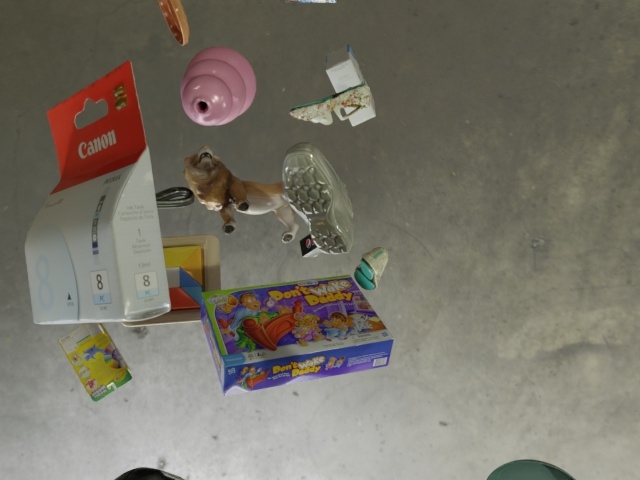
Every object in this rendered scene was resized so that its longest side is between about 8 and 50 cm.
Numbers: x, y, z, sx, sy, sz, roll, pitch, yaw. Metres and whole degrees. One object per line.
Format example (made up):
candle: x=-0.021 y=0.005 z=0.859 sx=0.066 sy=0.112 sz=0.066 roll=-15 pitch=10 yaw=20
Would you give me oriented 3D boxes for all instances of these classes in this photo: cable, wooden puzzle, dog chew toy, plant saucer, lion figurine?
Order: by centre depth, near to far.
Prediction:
plant saucer: x=0.260 y=0.307 z=0.689 sx=0.119 sy=0.021 sz=0.119 roll=9 pitch=115 yaw=19
plant saucer: x=-0.183 y=-0.285 z=0.709 sx=0.013 sy=0.083 sz=0.083 roll=-27 pitch=112 yaw=-14
wooden puzzle: x=-0.365 y=0.092 z=1.400 sx=0.239 sy=0.044 sz=0.221 roll=-2 pitch=71 yaw=-10
cable: x=-0.468 y=-0.108 z=1.457 sx=0.287 sy=0.139 sz=0.072 roll=-4 pitch=124 yaw=-9
lion figurine: x=-0.166 y=-0.115 z=1.514 sx=0.392 sy=0.240 sz=0.142 roll=15 pitch=118 yaw=-32
dog chew toy: x=-0.292 y=-0.412 z=1.577 sx=0.207 sy=0.332 sz=0.206 roll=1 pitch=119 yaw=2

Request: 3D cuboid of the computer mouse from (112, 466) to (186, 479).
computer mouse: x=-0.263 y=0.421 z=0.866 sx=0.184 sy=0.060 sz=0.262 roll=-44 pitch=135 yaw=5

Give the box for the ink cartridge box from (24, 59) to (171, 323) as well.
ink cartridge box: x=-0.386 y=-0.060 z=0.924 sx=0.308 sy=0.091 sz=0.385 roll=-8 pitch=91 yaw=42

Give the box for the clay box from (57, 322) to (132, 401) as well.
clay box: x=-0.652 y=0.350 z=1.670 sx=0.127 sy=0.053 sz=0.222 roll=-32 pitch=74 yaw=-17

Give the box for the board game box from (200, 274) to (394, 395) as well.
board game box: x=-0.056 y=0.185 z=1.196 sx=0.347 sy=0.233 sz=0.078 roll=-6 pitch=123 yaw=-21

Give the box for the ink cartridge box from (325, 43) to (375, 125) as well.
ink cartridge box: x=0.089 y=-0.457 z=1.683 sx=0.082 sy=0.139 sz=0.190 roll=-22 pitch=123 yaw=16

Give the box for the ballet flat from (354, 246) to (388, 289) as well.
ballet flat: x=0.100 y=0.053 z=1.062 sx=0.052 sy=0.168 sz=0.057 roll=-40 pitch=80 yaw=-11

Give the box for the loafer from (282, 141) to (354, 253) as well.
loafer: x=0.001 y=-0.094 z=1.186 sx=0.112 sy=0.111 sz=0.319 roll=0 pitch=145 yaw=16

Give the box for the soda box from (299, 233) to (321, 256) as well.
soda box: x=0.000 y=0.000 z=1.768 sx=0.053 sy=0.169 sz=0.060 roll=1 pitch=71 yaw=-33

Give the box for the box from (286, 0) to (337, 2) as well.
box: x=-0.025 y=-0.444 z=0.898 sx=0.094 sy=0.027 sz=0.137 roll=12 pitch=144 yaw=24

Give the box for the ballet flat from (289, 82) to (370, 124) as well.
ballet flat: x=0.036 y=-0.354 z=1.527 sx=0.241 sy=0.091 sz=0.077 roll=-23 pitch=103 yaw=-17
